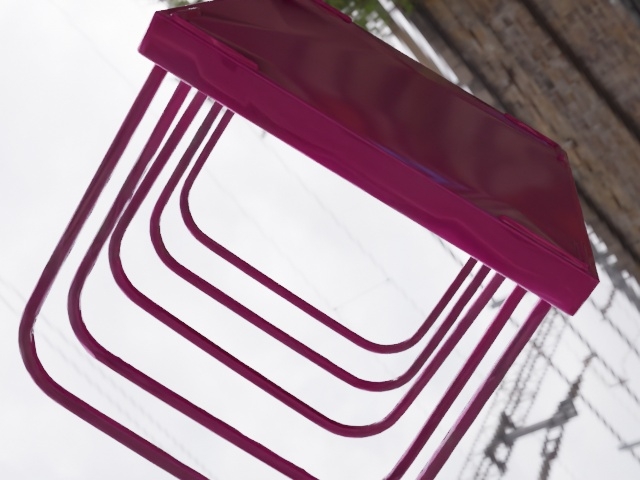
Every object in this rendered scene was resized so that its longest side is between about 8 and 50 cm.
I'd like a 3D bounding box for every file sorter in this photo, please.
[{"bbox_3d":[0.000,0.000,0.610,0.202,0.182,0.290,32,-163,0],"label":"file sorter"}]
